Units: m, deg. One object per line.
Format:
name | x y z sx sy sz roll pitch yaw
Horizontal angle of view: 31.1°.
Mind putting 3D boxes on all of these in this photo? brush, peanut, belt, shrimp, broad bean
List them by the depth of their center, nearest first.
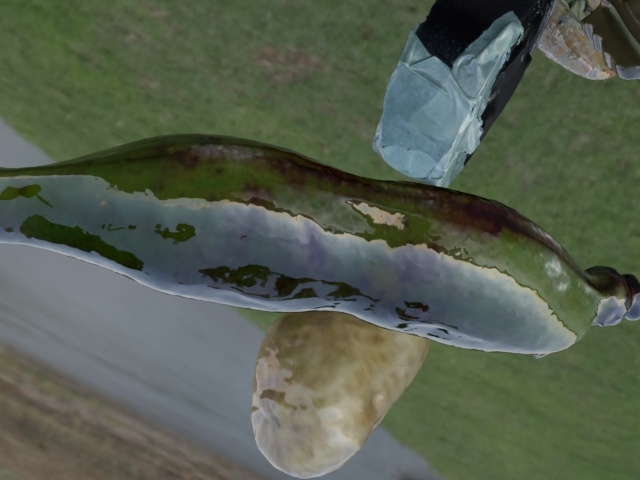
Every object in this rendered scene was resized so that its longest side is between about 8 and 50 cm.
broad bean | 0.000 0.000 0.472 0.339 0.061 0.077 12 149 -13
belt | 0.114 -0.133 0.887 0.078 0.198 0.151 30 167 11
brush | 0.301 -0.145 0.997 0.071 0.084 0.301 14 -146 -19
peanut | 0.026 0.097 1.048 0.122 0.253 0.137 3 136 49
shrimp | 0.238 -0.260 1.197 0.223 0.126 0.047 47 146 0
